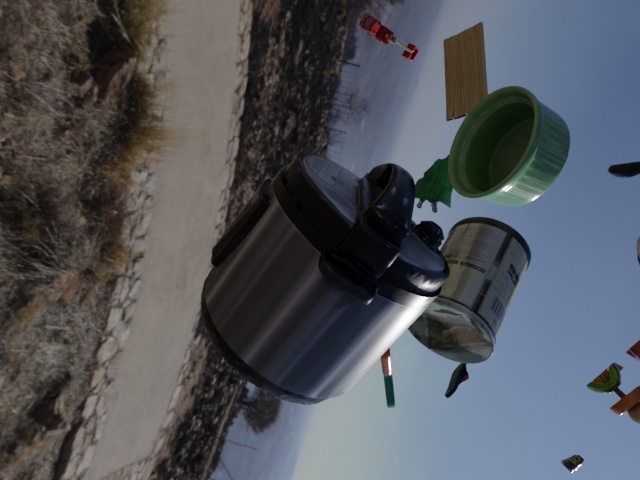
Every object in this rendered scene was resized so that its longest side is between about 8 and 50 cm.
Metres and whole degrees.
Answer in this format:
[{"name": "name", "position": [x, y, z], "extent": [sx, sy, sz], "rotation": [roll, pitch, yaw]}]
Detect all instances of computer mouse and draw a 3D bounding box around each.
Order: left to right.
[{"name": "computer mouse", "position": [0.917, -0.203, 1.225], "extent": [0.071, 0.242, 0.041], "rotation": [-36, 118, -80]}]

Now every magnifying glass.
[{"name": "magnifying glass", "position": [0.152, 0.301, 0.999], "extent": [0.231, 0.026, 0.092], "rotation": [73, 14, -48]}]

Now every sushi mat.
[{"name": "sushi mat", "position": [0.480, -0.560, 1.492], "extent": [0.019, 0.151, 0.317], "rotation": [15, 70, -43]}]

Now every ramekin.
[{"name": "ramekin", "position": [0.498, -0.237, 1.191], "extent": [0.303, 0.148, 0.303], "rotation": [-48, -147, 46]}]

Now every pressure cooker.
[{"name": "pressure cooker", "position": [0.026, 0.038, 0.837], "extent": [0.375, 0.370, 0.420], "rotation": [16, 120, -45]}]

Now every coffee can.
[{"name": "coffee can", "position": [0.338, 0.107, 1.024], "extent": [0.275, 0.201, 0.202], "rotation": [-50, 162, -33]}]

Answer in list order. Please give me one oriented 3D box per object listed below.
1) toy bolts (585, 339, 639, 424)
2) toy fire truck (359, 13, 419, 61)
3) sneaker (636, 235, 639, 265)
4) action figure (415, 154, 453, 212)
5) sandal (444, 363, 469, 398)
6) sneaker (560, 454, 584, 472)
[{"name": "toy bolts", "position": [0.909, 0.402, 1.269], "extent": [0.228, 0.158, 0.218], "rotation": [-47, 147, 11]}, {"name": "toy fire truck", "position": [0.229, -0.673, 1.487], "extent": [0.192, 0.135, 0.047], "rotation": [10, 121, -47]}, {"name": "sneaker", "position": [1.092, 0.108, 1.370], "extent": [0.210, 0.137, 0.366], "rotation": [32, 43, -50]}, {"name": "action figure", "position": [0.364, -0.184, 1.369], "extent": [0.232, 0.137, 0.063], "rotation": [-57, 157, -32]}, {"name": "sandal", "position": [0.441, 0.441, 1.418], "extent": [0.179, 0.040, 0.067], "rotation": [-41, 163, -48]}, {"name": "sneaker", "position": [0.590, 0.517, 1.047], "extent": [0.083, 0.031, 0.035], "rotation": [21, 109, -48]}]
